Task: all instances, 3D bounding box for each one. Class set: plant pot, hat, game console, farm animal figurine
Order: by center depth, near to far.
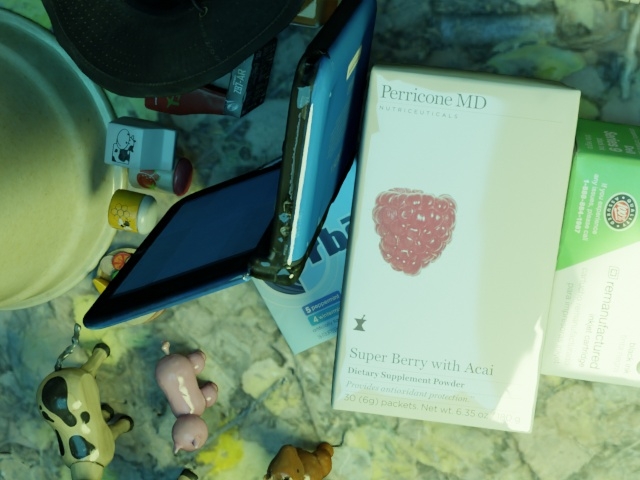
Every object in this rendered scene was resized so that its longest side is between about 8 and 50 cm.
[{"bbox_3d":[-0.068,-0.077,1.054,0.173,0.293,0.250,11,114,6],"label":"game console"},{"bbox_3d":[-0.101,-0.283,1.069,0.331,0.134,0.331,7,104,31],"label":"hat"},{"bbox_3d":[-0.395,-0.041,1.192,0.334,0.305,0.334,4,108,13],"label":"plant pot"},{"bbox_3d":[-0.159,0.287,1.303,0.330,0.172,0.327,19,110,8],"label":"farm animal figurine"}]

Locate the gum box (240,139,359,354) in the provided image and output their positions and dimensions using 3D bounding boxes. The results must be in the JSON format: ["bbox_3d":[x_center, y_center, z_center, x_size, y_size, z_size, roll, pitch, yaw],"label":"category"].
[{"bbox_3d":[0.000,0.000,1.247,0.157,0.041,0.184,-25,98,19],"label":"gum box"}]

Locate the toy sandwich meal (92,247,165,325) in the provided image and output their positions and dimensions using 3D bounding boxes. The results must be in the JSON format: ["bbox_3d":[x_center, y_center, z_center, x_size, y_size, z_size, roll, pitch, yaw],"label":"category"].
[{"bbox_3d":[-0.200,0.050,1.318,0.085,0.029,0.085,4,107,13],"label":"toy sandwich meal"}]

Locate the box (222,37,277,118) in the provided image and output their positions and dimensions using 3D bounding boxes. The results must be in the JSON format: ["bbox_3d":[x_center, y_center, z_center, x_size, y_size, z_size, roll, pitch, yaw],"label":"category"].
[{"bbox_3d":[-0.066,-0.156,1.193,0.018,0.083,0.067,17,110,8],"label":"box"}]

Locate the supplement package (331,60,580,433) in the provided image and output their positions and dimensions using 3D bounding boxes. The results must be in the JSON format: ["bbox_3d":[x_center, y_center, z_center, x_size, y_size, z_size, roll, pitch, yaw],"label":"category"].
[{"bbox_3d":[0.113,-0.003,1.115,0.177,0.175,0.293,6,100,3],"label":"supplement package"}]

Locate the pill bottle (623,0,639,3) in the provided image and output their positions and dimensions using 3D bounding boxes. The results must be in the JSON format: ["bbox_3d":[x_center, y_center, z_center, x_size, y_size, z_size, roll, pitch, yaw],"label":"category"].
[{"bbox_3d":[0.264,-0.273,1.039,0.272,0.152,0.152,13,109,10],"label":"pill bottle"}]

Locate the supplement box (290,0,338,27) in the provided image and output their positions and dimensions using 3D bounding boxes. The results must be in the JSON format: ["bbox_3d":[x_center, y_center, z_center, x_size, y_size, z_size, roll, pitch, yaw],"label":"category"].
[{"bbox_3d":[-0.011,-0.315,1.135,0.080,0.078,0.233,11,109,10],"label":"supplement box"}]

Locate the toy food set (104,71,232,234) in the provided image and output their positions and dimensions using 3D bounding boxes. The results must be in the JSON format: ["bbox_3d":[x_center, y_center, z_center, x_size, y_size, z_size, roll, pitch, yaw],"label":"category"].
[{"bbox_3d":[-0.133,-0.117,1.206,0.104,0.111,0.232,11,106,11],"label":"toy food set"}]

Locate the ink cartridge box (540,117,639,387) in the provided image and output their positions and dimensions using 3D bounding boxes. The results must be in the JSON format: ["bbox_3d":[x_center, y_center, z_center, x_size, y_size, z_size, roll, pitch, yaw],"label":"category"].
[{"bbox_3d":[0.347,0.022,1.108,0.289,0.121,0.211,7,109,5],"label":"ink cartridge box"}]
